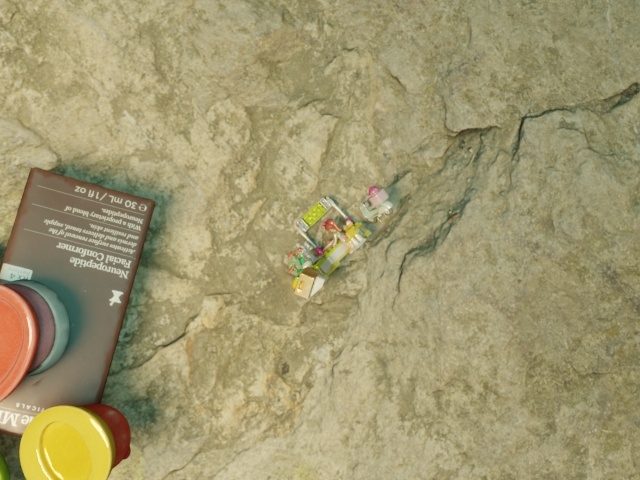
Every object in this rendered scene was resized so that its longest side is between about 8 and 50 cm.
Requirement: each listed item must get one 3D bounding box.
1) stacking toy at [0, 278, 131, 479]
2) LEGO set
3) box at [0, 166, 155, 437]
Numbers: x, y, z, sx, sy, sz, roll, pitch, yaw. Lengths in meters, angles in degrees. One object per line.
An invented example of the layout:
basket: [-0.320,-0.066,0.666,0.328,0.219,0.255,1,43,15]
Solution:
stacking toy: [-0.416,0.220,1.020,0.279,0.130,0.309,-30,85,9]
LEGO set: [0.000,0.000,1.301,0.107,0.132,0.287,47,48,0]
box: [-0.392,0.101,1.150,0.191,0.143,0.382,15,78,-15]
